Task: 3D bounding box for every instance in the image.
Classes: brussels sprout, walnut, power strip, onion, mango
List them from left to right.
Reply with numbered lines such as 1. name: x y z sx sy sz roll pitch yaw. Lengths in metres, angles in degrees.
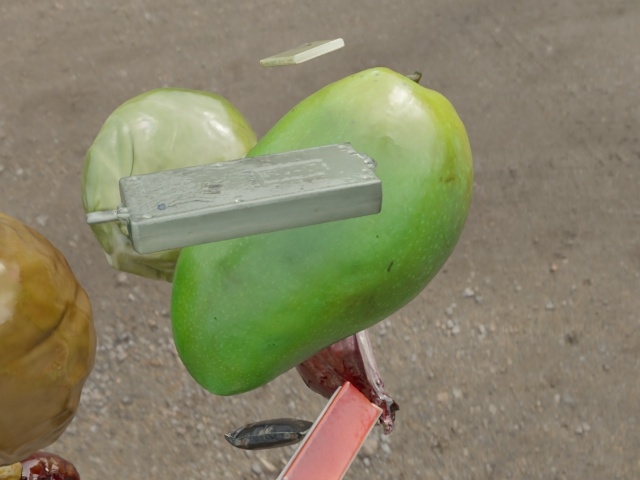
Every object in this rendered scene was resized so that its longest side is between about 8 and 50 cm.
1. walnut: -0.431 0.112 1.089 0.354 0.308 0.397 -21 12 -33
2. walnut: -0.518 0.461 1.675 0.269 0.243 0.222 -41 30 33
3. brussels sprout: -0.222 -0.088 1.640 0.327 0.247 0.328 0 84 1
4. power strip: -0.039 -0.020 0.465 0.136 0.019 0.051 -11 33 -15
5. mango: 0.000 0.000 1.025 0.382 0.225 0.201 -49 28 2
6. onion: 0.016 0.140 1.375 0.120 0.227 0.284 -21 68 4

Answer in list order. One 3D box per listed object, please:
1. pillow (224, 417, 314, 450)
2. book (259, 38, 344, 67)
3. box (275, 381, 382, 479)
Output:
1. pillow: -0.086 0.342 1.788 0.150 0.048 0.090 -9 11 17
2. book: -0.026 -0.251 1.352 0.077 0.014 0.111 -24 17 -23
3. box: -0.017 0.232 0.960 0.050 0.229 0.123 32 55 5
